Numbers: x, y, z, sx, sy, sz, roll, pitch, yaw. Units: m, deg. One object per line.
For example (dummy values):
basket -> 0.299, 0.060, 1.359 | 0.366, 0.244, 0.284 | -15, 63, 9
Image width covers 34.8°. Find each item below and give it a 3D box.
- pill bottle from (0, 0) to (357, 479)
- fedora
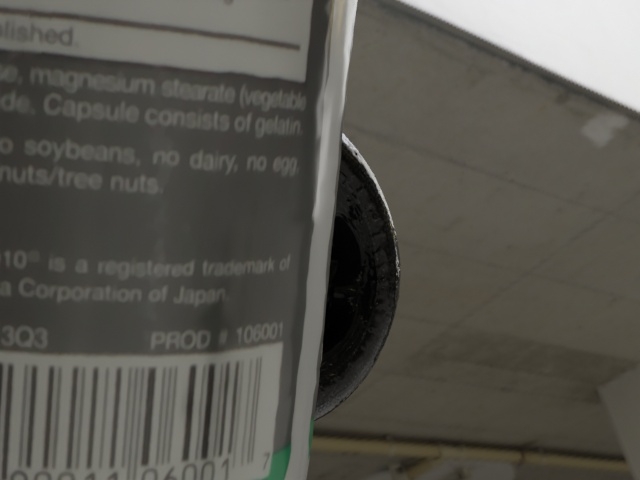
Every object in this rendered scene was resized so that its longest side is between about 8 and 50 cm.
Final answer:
pill bottle -> -0.088, -0.079, 0.387 | 0.204, 0.361, 0.204 | 6, 7, -1
fedora -> -0.092, 0.016, 0.937 | 0.334, 0.334, 0.152 | 7, -6, -32
